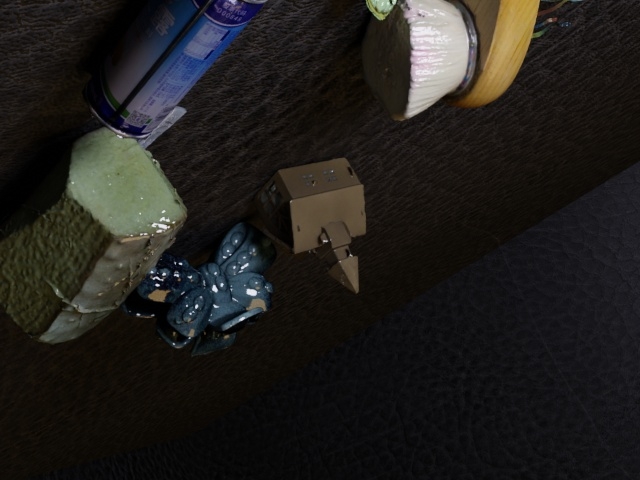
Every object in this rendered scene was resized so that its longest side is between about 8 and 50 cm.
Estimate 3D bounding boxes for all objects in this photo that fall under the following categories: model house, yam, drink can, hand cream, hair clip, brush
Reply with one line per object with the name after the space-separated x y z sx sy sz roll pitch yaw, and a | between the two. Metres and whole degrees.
0.000 0.000 1.531 0.181 0.248 0.176 -14 159 -38 | model house
-0.311 -0.013 1.107 0.271 0.202 0.201 -43 177 39 | yam
-0.160 -0.214 0.888 0.097 0.097 0.235 -8 154 -50 | drink can
-0.222 -0.150 1.120 0.093 0.019 0.030 -35 164 16 | hand cream
-0.215 0.099 1.553 0.310 0.206 0.194 -16 161 -37 | hair clip
0.175 -0.291 1.097 0.166 0.174 0.266 -9 149 -26 | brush

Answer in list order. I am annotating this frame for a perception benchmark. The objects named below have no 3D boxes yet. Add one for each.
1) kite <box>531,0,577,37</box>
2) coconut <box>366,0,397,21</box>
0.246 -0.307 1.291 0.310 0.015 0.169 -20 168 19 | kite
0.112 -0.347 0.990 0.158 0.055 0.133 -32 159 8 | coconut
